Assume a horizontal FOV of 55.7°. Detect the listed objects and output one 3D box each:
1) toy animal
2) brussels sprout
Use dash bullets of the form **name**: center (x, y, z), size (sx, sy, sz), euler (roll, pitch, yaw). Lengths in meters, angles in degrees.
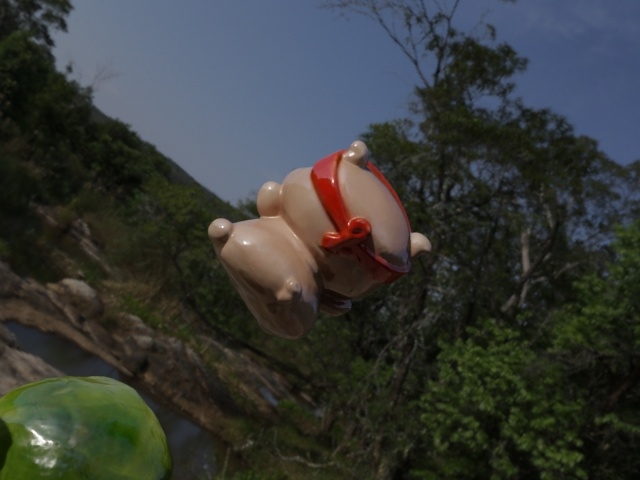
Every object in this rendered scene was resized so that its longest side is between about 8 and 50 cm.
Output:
- **toy animal**: center (0.000, 0.000, 0.620), size (0.171, 0.197, 0.171), euler (54, -12, 17)
- **brussels sprout**: center (-0.220, 0.189, 0.523), size (0.180, 0.161, 0.144), euler (6, -64, 45)
